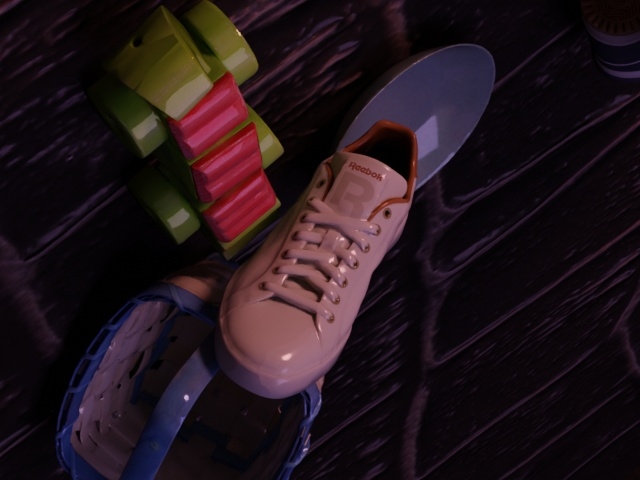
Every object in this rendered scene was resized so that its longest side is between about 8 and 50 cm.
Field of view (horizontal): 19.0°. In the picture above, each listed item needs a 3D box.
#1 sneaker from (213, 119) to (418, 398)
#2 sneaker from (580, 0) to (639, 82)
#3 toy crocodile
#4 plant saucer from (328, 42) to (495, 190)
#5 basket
[{"bbox_3d":[0.000,0.000,1.517,0.290,0.106,0.123,-59,171,-47],"label":"sneaker"},{"bbox_3d":[0.354,-0.262,1.787,0.282,0.099,0.153,-41,157,-8],"label":"sneaker"},{"bbox_3d":[-0.086,-0.071,1.430,0.115,0.105,0.340,-38,154,-11],"label":"toy crocodile"},{"bbox_3d":[0.069,-0.105,1.680,0.195,0.037,0.195,-34,152,-21],"label":"plant saucer"},{"bbox_3d":[-0.120,0.160,1.584,0.255,0.201,0.289,-60,-179,28],"label":"basket"}]
